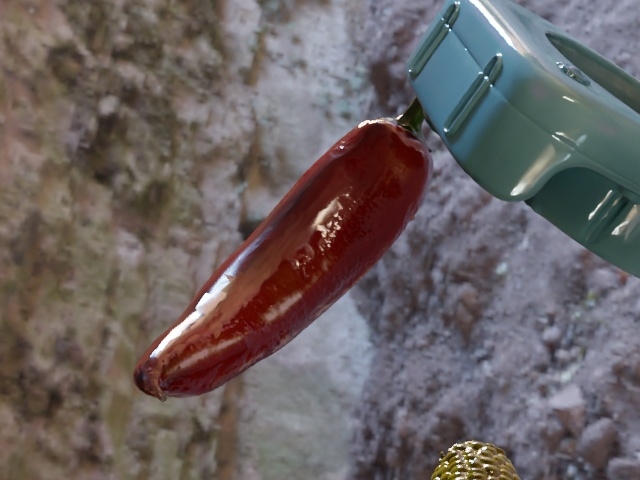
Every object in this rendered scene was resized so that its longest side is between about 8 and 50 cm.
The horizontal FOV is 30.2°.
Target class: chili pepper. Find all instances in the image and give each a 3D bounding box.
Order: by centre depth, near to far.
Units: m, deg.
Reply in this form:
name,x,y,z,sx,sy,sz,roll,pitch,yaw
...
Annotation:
name,x,y,z,sx,sy,sz,roll,pitch,yaw
chili pepper,-0.005,0.006,0.869,0.368,0.092,0.137,-51,-1,-28

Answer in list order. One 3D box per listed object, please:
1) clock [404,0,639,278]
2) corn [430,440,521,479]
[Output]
name,x,y,z,sx,sy,sz,roll,pitch,yaw
clock,0.196,-0.057,0.804,0.094,0.274,0.224,-54,22,20
corn,0.106,0.242,0.817,0.091,0.091,0.260,-21,27,18
